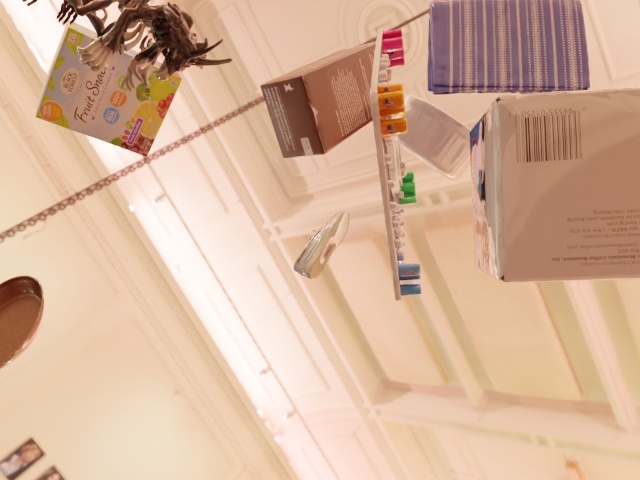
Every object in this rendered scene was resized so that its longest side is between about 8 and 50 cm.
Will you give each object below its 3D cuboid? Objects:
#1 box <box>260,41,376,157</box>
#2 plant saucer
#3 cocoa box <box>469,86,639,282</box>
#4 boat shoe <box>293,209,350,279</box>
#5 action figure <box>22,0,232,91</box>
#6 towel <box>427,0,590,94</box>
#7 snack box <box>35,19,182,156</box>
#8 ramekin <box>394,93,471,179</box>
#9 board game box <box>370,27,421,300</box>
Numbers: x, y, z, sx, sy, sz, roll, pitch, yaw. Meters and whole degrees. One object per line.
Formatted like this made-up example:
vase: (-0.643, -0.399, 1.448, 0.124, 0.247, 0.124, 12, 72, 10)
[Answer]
box: (0.030, -0.367, 1.394, 0.143, 0.381, 0.191, -1, -64, 34)
plant saucer: (-0.561, 0.155, 0.959, 0.199, 0.198, 0.036, 15, -26, 36)
cocoa box: (0.393, -0.069, 0.730, 0.347, 0.228, 0.231, -3, -88, 8)
boat shoe: (0.000, 0.001, 1.473, 0.081, 0.227, 0.079, 18, -28, 30)
action figure: (-0.269, -0.284, 0.764, 0.276, 0.140, 0.164, 29, -1, 11)
towel: (0.403, -0.423, 1.182, 0.336, 0.243, 0.040, 2, -17, 5)
snack box: (-0.391, -0.274, 1.003, 0.174, 0.207, 0.070, -59, -146, 19)
ramekin: (0.327, -0.292, 1.569, 0.277, 0.277, 0.135, 37, -78, 16)
board game box: (0.147, -0.154, 1.011, 0.050, 0.390, 0.389, -5, -56, 12)
